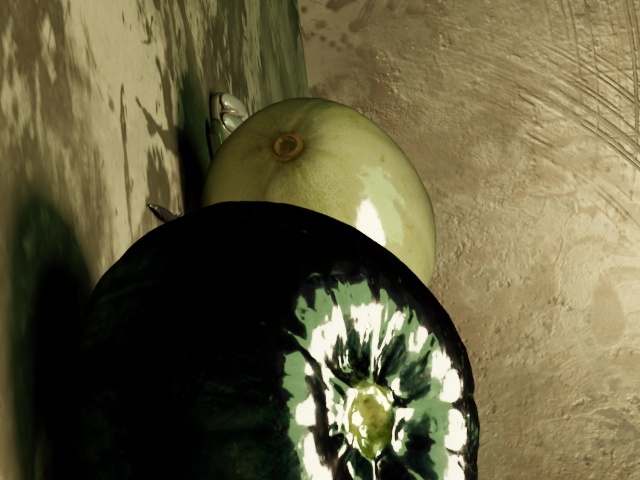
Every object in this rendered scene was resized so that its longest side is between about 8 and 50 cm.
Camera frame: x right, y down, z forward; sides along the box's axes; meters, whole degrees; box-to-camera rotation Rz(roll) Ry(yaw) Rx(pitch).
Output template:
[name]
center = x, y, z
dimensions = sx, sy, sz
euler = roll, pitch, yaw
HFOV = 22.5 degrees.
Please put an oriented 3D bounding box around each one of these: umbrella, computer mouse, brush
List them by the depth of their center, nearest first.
[umbrella]
center = -0.139, -0.019, 1.514
dimensions = 0.022, 0.022, 0.149
euler = 41, 0, 8
[brush]
center = -0.098, 0.006, 1.943
dimensions = 0.085, 0.020, 0.336
euler = -88, 170, -60
[computer mouse]
center = -0.106, -0.143, 1.948
dimensions = 0.096, 0.039, 0.066
euler = 69, 15, -69

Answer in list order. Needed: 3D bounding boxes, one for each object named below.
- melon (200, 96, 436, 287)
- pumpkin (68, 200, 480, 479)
[melon]
center = -0.003, -0.011, 1.729
dimensions = 0.271, 0.272, 0.308
euler = -88, 174, -61
[pumpkin]
center = -0.037, 0.126, 1.120
dimensions = 0.315, 0.238, 0.315
euler = 17, 66, -43
